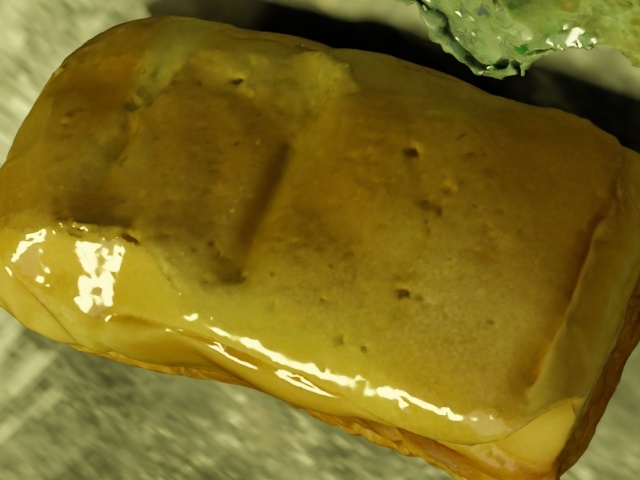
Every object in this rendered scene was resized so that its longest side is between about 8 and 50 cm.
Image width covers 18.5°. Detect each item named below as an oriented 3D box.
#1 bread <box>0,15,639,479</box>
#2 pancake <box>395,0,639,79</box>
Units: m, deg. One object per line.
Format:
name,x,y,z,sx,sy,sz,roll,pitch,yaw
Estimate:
bread,0.000,0.000,0.375,0.132,0.074,0.053,17,155,27
pancake,0.017,-0.074,0.309,0.129,0.022,0.116,26,144,13
